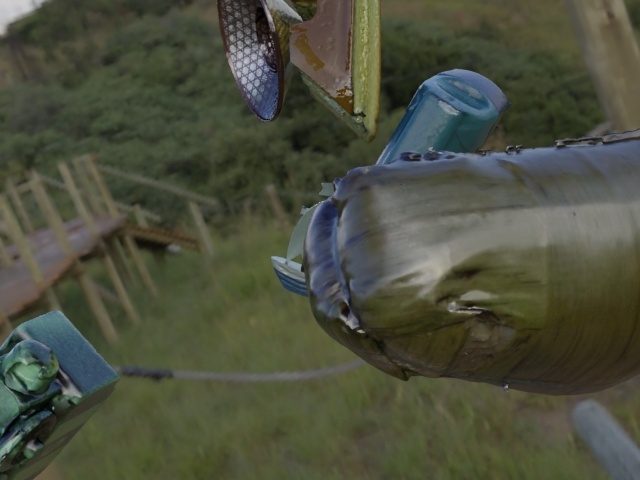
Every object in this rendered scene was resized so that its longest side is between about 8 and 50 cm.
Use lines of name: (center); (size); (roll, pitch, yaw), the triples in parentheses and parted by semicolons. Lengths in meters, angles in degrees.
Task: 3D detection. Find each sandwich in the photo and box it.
sandwich: (0.013, -0.225, 1.271); (0.088, 0.244, 0.090); (-7, -23, 22)

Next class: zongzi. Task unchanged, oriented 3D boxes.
zongzi: (0.118, 0.052, 0.866); (0.323, 0.160, 0.360); (-3, -23, -18)

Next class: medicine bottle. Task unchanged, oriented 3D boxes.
medicine bottle: (0.091, -0.056, 1.183); (0.258, 0.079, 0.124); (-59, -14, 14)

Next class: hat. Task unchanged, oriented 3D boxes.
hat: (-0.050, -0.238, 1.346); (0.082, 0.193, 0.193); (-17, 10, -17)

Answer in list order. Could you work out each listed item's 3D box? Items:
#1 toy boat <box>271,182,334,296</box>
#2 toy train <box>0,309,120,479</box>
toy boat: (-0.011, 0.006, 1.448); (0.105, 0.149, 0.034); (-9, 22, -13)
toy train: (-0.403, 0.222, 1.453); (0.299, 0.167, 0.238); (-46, -8, 23)
